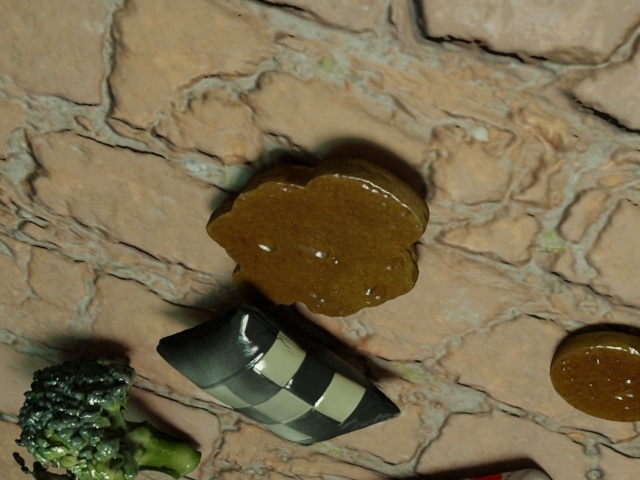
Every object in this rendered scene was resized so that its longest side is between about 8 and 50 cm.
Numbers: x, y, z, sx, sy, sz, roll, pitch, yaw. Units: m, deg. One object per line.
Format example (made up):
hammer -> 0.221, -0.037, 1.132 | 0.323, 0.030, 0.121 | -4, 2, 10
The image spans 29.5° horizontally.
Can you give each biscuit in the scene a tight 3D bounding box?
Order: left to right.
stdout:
biscuit -> 0.000, 0.000, 1.277 | 0.208, 0.041, 0.290 | 35, 141, -18
biscuit -> 0.366, 0.156, 1.307 | 0.236, 0.039, 0.180 | 11, 141, 11

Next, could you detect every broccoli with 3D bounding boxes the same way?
broccoli -> -0.248, 0.260, 1.556 | 0.275, 0.198, 0.177 | 36, 92, -28

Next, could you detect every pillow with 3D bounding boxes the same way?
pillow -> -0.048, 0.161, 1.423 | 0.250, 0.106, 0.186 | 36, 143, -25

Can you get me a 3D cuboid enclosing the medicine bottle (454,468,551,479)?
medicine bottle -> 0.140, 0.383, 1.574 | 0.341, 0.130, 0.130 | -19, 127, 36
